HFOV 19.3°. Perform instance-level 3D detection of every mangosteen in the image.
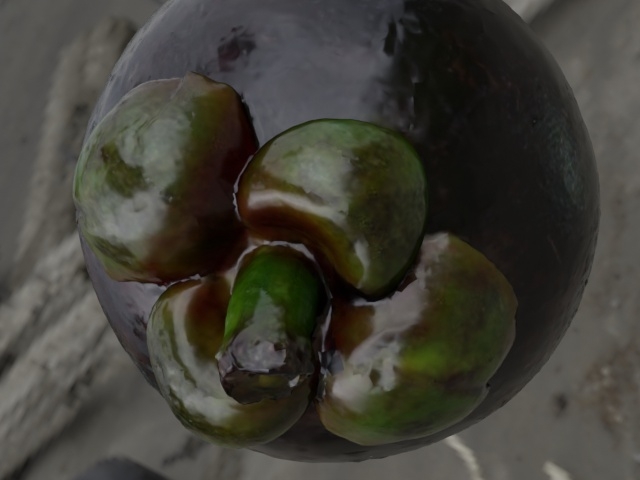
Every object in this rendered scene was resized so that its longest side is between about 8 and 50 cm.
[{"bbox_3d":[0.002,-0.005,1.019,0.300,0.300,0.300,-41,31,32],"label":"mangosteen"}]
